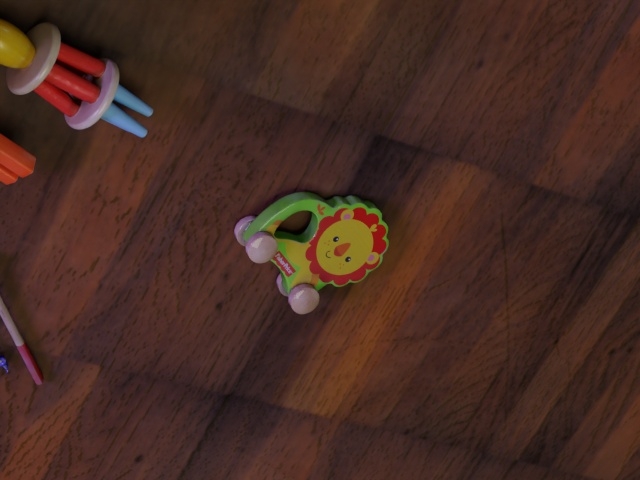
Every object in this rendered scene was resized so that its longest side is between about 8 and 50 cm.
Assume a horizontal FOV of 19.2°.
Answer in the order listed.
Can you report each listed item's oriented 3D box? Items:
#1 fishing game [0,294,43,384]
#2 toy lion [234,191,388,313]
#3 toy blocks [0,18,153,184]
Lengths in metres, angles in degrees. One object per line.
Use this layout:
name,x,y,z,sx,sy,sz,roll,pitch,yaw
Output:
fishing game,-0.336,0.107,1.346,0.264,0.041,0.189,-21,132,-5
toy lion,0.000,0.000,1.398,0.096,0.034,0.100,-38,128,1
toy blocks,-0.194,-0.084,1.247,0.148,0.054,0.123,31,109,-35
